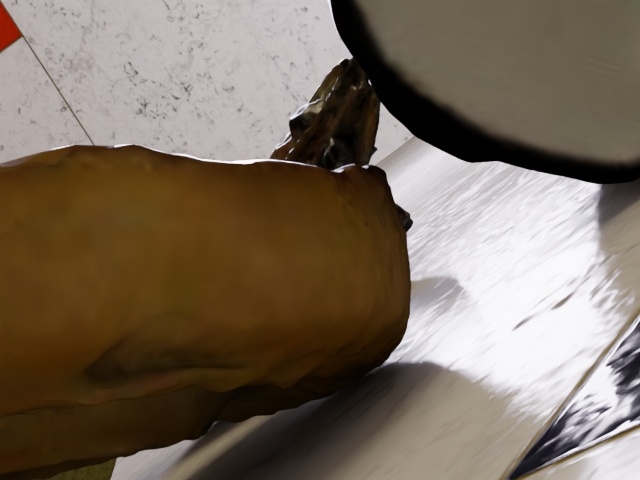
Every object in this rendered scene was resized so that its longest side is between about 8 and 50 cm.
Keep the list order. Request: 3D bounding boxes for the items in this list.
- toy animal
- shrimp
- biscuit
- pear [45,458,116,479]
[{"bbox_3d":[0.106,-0.132,0.658,0.213,0.212,0.267,-37,0,19],"label":"toy animal"},{"bbox_3d":[0.000,0.000,0.802,0.169,0.058,0.296,-29,-19,-40],"label":"shrimp"},{"bbox_3d":[-0.110,0.041,0.605,0.296,0.101,0.296,-7,-11,-1],"label":"biscuit"},{"bbox_3d":[-0.191,0.104,0.864,0.167,0.167,0.136,-38,-4,-6],"label":"pear"}]
